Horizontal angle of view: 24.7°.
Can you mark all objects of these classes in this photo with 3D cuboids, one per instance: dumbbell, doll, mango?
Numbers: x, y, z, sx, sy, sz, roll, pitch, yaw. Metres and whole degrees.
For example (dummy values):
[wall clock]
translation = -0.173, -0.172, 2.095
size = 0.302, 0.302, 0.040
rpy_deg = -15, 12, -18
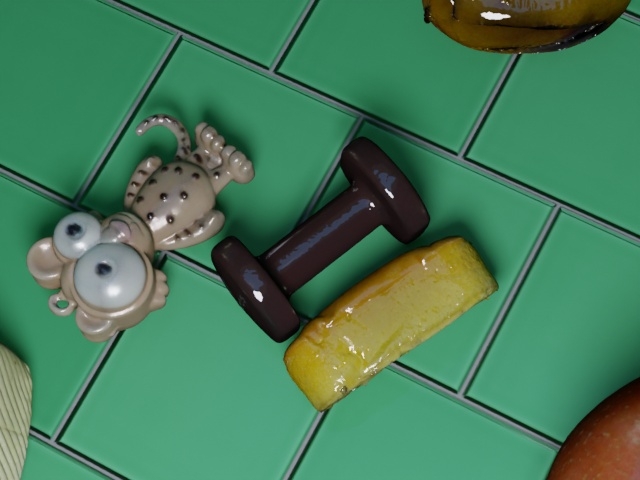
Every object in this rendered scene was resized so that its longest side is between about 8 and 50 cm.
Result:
[dumbbell]
translation = 0.000, 0.000, 1.589
size = 0.225, 0.140, 0.124
rpy_deg = -38, 81, -9
[doll]
translation = -0.199, -0.018, 1.629
size = 0.154, 0.119, 0.278
rpy_deg = 33, 72, 13
[mango]
translation = 0.235, -0.297, 1.666
size = 0.249, 0.156, 0.151
rpy_deg = -5, 35, 6

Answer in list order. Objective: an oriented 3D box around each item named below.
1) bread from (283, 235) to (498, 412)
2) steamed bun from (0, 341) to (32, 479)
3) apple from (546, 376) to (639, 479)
[bread]
translation = 0.074, 0.085, 1.574
size = 0.245, 0.102, 0.094
rpy_deg = -35, 77, -5
[steamed bun]
translation = -0.408, 0.212, 1.547
size = 0.153, 0.170, 0.238
rpy_deg = 0, 67, 25
[apple]
translation = 0.368, 0.289, 1.369
size = 0.348, 0.277, 0.348
rpy_deg = -4, 63, 9
